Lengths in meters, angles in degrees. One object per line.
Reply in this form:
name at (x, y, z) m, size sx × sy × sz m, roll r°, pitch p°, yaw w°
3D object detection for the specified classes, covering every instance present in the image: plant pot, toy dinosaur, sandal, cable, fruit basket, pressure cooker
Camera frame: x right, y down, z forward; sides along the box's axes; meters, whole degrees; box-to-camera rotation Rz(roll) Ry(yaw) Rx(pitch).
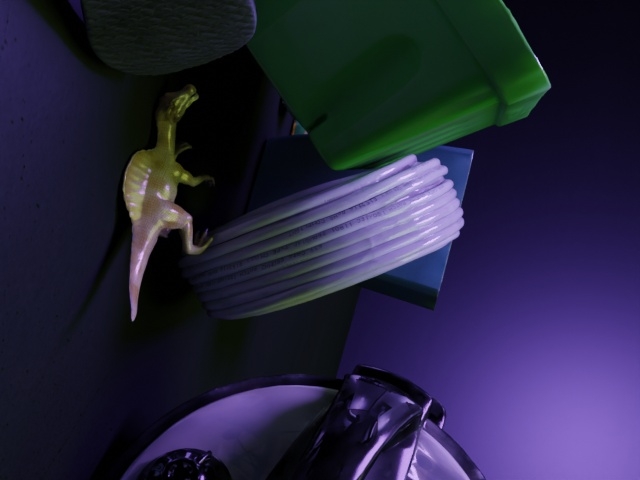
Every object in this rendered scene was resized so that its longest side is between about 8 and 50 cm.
plant pot at (0.042, -0.033, 0.983) m, size 0.166 × 0.234 × 0.165 m, roll 57°, pitch 48°, yaw -78°
toy dinosaur at (-0.121, -0.022, 0.615) m, size 0.092 × 0.053 × 0.183 m, roll 45°, pitch 51°, yaw -62°
sandal at (-0.092, -0.153, 0.421) m, size 0.254 × 0.097 × 0.054 m, roll 70°, pitch 9°, yaw -77°
cable at (0.000, 0.000, 0.754) m, size 0.257 × 0.257 × 0.089 m, roll -17°, pitch -87°, yaw 62°
fruit basket at (0.123, -0.243, 0.711) m, size 0.392 × 0.283 × 0.392 m, roll -34°, pitch 178°, yaw -1°
pressure cooker at (-0.027, 0.327, 0.709) m, size 0.420 × 0.376 × 0.369 m, roll 95°, pitch -18°, yaw -47°

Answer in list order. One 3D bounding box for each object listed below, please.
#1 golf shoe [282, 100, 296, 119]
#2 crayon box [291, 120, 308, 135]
golf shoe at (0.015, -0.226, 1.003) m, size 0.069 × 0.086 × 0.176 m, roll 6°, pitch 97°, yaw -80°
crayon box at (0.025, -0.184, 1.145) m, size 0.165 × 0.081 × 0.278 m, roll -21°, pitch 124°, yaw -80°
